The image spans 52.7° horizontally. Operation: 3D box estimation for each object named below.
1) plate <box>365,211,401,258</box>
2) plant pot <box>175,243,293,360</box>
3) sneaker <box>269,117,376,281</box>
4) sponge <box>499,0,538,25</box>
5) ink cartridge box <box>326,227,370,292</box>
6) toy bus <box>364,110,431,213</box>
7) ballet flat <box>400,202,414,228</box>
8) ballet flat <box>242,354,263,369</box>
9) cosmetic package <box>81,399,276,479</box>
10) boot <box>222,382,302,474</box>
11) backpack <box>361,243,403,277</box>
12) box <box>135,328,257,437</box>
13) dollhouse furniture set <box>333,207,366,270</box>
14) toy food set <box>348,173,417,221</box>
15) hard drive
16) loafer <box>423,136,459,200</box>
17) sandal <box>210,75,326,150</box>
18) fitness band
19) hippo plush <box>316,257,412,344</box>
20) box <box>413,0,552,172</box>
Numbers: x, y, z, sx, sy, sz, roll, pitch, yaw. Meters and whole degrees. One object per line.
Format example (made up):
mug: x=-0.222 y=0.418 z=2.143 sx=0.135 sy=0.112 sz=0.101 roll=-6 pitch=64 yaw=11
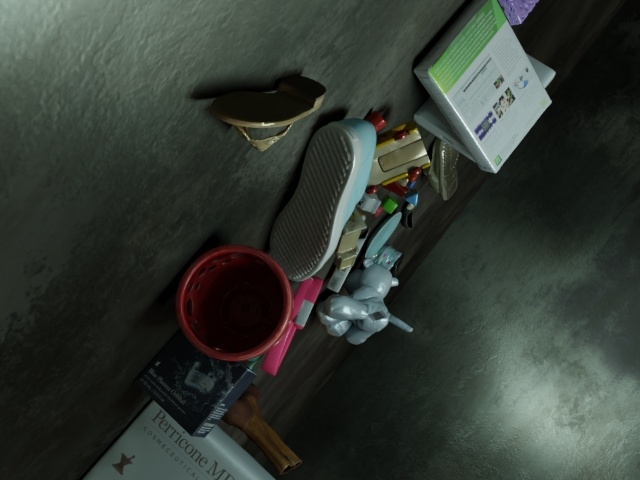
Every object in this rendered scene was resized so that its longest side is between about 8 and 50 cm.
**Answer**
plate: x=0.198 y=-0.021 z=2.102 sx=0.188 sy=0.024 sz=0.188 roll=-46 pitch=163 yaw=-18
plant pot: x=-0.140 y=0.115 z=1.122 sx=0.191 sy=0.191 sz=0.174 roll=-49 pitch=171 yaw=-9
sneaker: x=0.021 y=-0.073 z=1.256 sx=0.150 sy=0.135 sz=0.366 roll=-29 pitch=154 yaw=-48
sponge: x=0.447 y=-0.577 z=1.381 sx=0.117 sy=0.031 sz=0.210 roll=47 pitch=71 yaw=-30
ink cartridge box: x=0.085 y=0.049 z=1.941 sx=0.179 sy=0.045 sz=0.145 roll=-63 pitch=178 yaw=-51
toy bus: x=0.132 y=-0.177 z=1.385 sx=0.104 sy=0.202 sz=0.191 roll=-94 pitch=-154 yaw=-65
ballet flat: x=0.308 y=-0.093 z=2.209 sx=0.057 sy=0.049 sz=0.173 roll=-48 pitch=164 yaw=-17
ballet flat: x=-0.186 y=0.271 z=1.575 sx=0.247 sy=0.083 sz=0.087 roll=-58 pitch=-172 yaw=23
cosmetic package: x=-0.326 y=0.600 z=1.403 sx=0.394 sy=0.329 sz=0.327 roll=-49 pitch=164 yaw=-13
boot: x=-0.153 y=0.520 z=1.818 sx=0.096 sy=0.280 sz=0.264 roll=-51 pitch=165 yaw=-3
backpack: x=0.209 y=0.100 z=2.241 sx=0.182 sy=0.115 sz=0.152 roll=-64 pitch=173 yaw=34
box: x=-0.234 y=0.262 z=1.229 sx=0.158 sy=0.156 sz=0.093 roll=-49 pitch=164 yaw=-10
dollhouse furniture set: x=0.000 y=0.000 z=1.510 sx=0.160 sy=0.101 sz=0.182 roll=-19 pitch=153 yaw=-19
toy food set: x=0.163 y=-0.115 z=1.626 sx=0.111 sy=0.104 sz=0.232 roll=-32 pitch=155 yaw=-52
hard drive: x=0.404 y=-0.356 z=1.595 sx=0.307 sy=0.203 sz=0.040 roll=-48 pitch=164 yaw=-14
loafer: x=0.370 y=-0.231 z=2.011 sx=0.102 sy=0.092 sz=0.269 roll=-47 pitch=148 yaw=-24
sandal: x=-0.068 y=-0.160 z=0.883 sx=0.240 sy=0.088 sz=0.079 roll=-39 pitch=155 yaw=-54
fitness band: x=-0.074 y=0.208 z=1.638 sx=0.209 sy=0.054 sz=0.291 roll=-61 pitch=-179 yaw=42
hippo plush: x=0.128 y=0.170 z=2.065 sx=0.294 sy=0.234 sz=0.237 roll=-28 pitch=-141 yaw=48
box: x=0.368 y=-0.341 z=1.435 sx=0.232 sy=0.058 sz=0.322 roll=-50 pitch=124 yaw=-10
